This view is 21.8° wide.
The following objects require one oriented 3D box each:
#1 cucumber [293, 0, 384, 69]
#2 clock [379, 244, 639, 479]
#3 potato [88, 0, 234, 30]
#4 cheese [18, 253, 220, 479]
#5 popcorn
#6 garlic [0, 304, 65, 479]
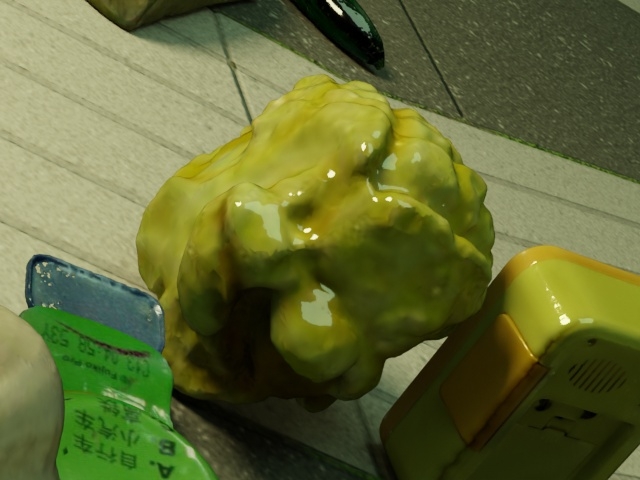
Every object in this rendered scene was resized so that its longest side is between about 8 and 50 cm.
[{"bbox_3d":[-0.027,-0.288,1.796,0.284,0.056,0.056,44,26,15],"label":"cucumber"},{"bbox_3d":[0.148,0.110,1.146,0.143,0.202,0.096,20,31,-31],"label":"clock"},{"bbox_3d":[-0.151,-0.290,1.578,0.269,0.112,0.255,27,27,-15],"label":"potato"},{"bbox_3d":[-0.124,0.122,0.917,0.204,0.083,0.320,23,30,-23],"label":"cheese"},{"bbox_3d":[0.000,0.000,1.116,0.255,0.256,0.195,-52,133,-36],"label":"popcorn"},{"bbox_3d":[-0.206,0.145,0.666,0.185,0.203,0.281,47,53,-38],"label":"garlic"}]
